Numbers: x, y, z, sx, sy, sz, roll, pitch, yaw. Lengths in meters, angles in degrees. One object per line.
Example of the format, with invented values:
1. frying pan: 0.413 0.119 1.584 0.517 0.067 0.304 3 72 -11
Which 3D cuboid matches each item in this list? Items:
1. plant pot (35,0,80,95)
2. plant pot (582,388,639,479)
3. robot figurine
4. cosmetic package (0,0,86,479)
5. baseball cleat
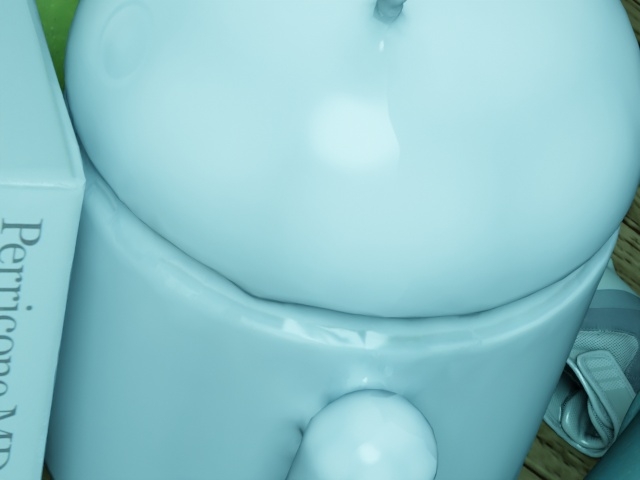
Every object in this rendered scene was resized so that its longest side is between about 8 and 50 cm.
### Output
1. plant pot: -0.198 -0.142 0.799 0.293 0.275 0.275 47 33 -25
2. plant pot: 0.205 0.195 0.787 0.341 0.341 0.334 49 45 7
3. robot figurine: 0.000 0.000 0.728 0.200 0.353 0.300 2 48 -11
4. cosmetic package: -0.186 -0.002 0.666 0.184 0.151 0.151 1 36 -17
5. baseball cleat: 0.181 0.082 1.079 0.206 0.072 0.109 26 56 -20
